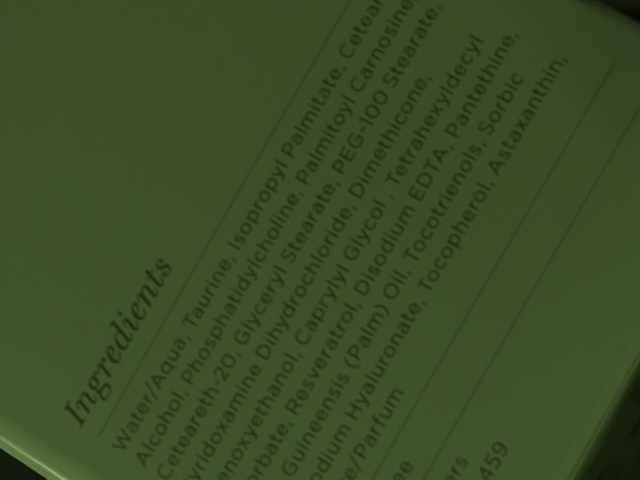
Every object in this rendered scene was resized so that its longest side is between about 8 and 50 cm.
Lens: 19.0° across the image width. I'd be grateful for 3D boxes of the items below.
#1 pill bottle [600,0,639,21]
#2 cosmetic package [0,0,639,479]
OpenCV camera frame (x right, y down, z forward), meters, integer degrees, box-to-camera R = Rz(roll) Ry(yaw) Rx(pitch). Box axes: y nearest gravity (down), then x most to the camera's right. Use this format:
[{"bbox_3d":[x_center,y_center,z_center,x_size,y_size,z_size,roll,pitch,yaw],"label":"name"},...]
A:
[{"bbox_3d":[0.238,-0.110,0.921,0.186,0.112,0.112,31,162,-17],"label":"pill bottle"},{"bbox_3d":[0.000,0.000,1.030,0.393,0.327,0.329,30,-179,14],"label":"cosmetic package"}]
